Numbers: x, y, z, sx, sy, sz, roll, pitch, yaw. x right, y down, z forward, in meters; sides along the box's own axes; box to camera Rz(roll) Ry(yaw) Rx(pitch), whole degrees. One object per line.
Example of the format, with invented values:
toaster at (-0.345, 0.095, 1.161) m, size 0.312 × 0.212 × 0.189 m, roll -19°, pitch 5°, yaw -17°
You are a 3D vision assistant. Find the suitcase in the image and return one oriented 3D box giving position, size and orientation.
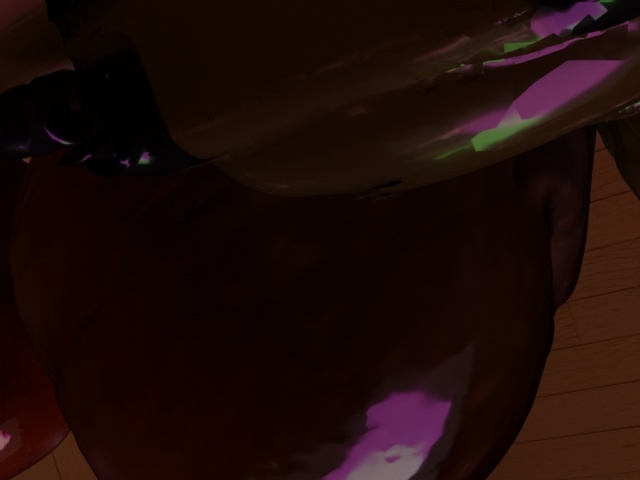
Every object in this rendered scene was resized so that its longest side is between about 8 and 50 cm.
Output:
suitcase at (0.038, -0.092, 0.402) m, size 0.194 × 0.143 × 0.235 m, roll -18°, pitch -179°, yaw 37°

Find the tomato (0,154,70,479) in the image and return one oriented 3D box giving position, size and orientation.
tomato at (-0.265, 0.054, 0.952) m, size 0.256 × 0.256 × 0.224 m, roll -19°, pitch 165°, yaw 2°

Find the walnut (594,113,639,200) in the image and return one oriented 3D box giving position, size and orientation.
walnut at (0.250, -0.104, 0.641) m, size 0.253 × 0.282 × 0.277 m, roll 20°, pitch -147°, yaw 2°

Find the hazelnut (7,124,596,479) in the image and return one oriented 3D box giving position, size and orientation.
hazelnut at (0.000, 0.000, 0.812) m, size 0.315 × 0.372 × 0.372 m, roll 26°, pitch 165°, yaw -16°
